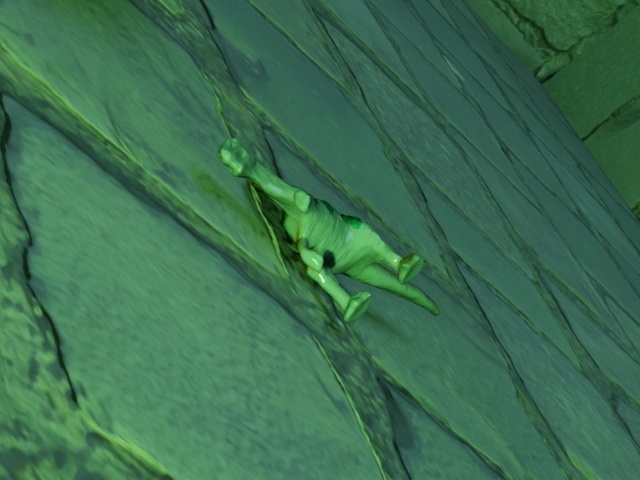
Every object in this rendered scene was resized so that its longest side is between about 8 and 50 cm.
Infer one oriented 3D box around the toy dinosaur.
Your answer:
[{"bbox_3d":[0.003,-0.003,0.954,0.106,0.044,0.187,38,9,19],"label":"toy dinosaur"}]
